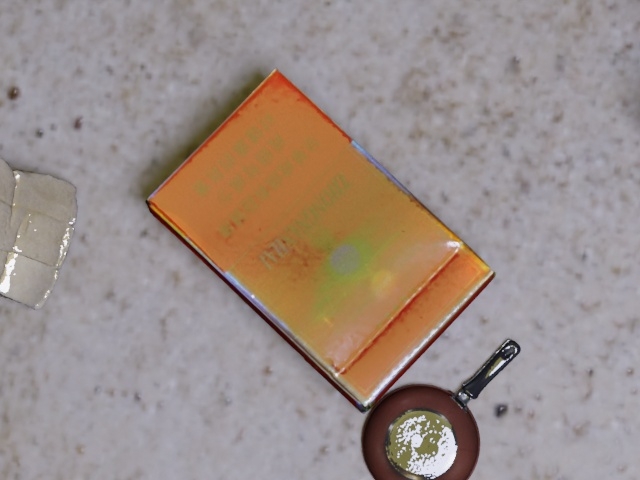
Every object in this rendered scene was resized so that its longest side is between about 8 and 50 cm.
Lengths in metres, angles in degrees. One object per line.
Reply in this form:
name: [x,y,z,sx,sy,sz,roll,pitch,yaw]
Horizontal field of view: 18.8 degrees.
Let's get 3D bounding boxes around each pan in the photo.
pan: [0.074,0.099,1.114,0.068,0.023,0.115,43,85,6]

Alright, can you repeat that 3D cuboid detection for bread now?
bread: [-0.235,-0.015,1.128,0.152,0.105,0.077,9,82,33]

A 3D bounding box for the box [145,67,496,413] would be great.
box: [0.000,0.000,1.114,0.175,0.048,0.112,44,83,5]
